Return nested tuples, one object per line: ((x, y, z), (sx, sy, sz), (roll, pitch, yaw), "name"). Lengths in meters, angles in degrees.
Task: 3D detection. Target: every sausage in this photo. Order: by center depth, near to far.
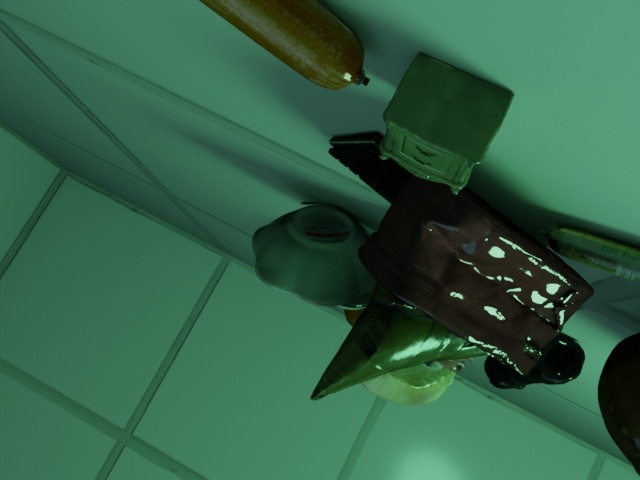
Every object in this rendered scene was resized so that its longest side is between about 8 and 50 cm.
((-0.100, -0.209, 0.375), (0.347, 0.053, 0.053), (33, 169, -22), "sausage")
((0.330, 0.037, 0.499), (0.269, 0.033, 0.033), (23, 168, 29), "sausage")

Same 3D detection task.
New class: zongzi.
((0.161, 0.167, 0.841), (0.260, 0.289, 0.123), (30, 178, -18), "zongzi")

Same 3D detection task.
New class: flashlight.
((0.424, 0.251, 1.130), (0.103, 0.103, 0.424), (26, 168, 10), "flashlight")

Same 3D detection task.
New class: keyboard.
((0.143, -0.029, 0.684), (0.317, 0.027, 0.106), (35, 168, -29), "keyboard")

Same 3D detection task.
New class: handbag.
((0.155, 0.033, 0.575), (0.225, 0.135, 0.146), (31, -168, -25), "handbag")

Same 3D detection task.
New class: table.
((0.093, -0.086, 0.438), (0.079, 0.062, 0.083), (27, 170, 8), "table")

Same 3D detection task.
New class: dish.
((0.000, 0.000, 0.897), (0.229, 0.229, 0.081), (25, 129, 17), "dish")

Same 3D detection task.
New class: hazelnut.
((0.426, 0.184, 0.615), (0.208, 0.208, 0.208), (27, 170, 5), "hazelnut")

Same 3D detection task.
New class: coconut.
((0.185, 0.244, 1.267), (0.259, 0.259, 0.259), (27, 170, 5), "coconut")

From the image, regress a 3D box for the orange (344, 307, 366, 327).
((0.140, 0.181, 1.458), (0.154, 0.134, 0.155), (23, 145, 17), "orange")

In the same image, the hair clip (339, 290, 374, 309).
((0.063, 0.053, 0.947), (0.220, 0.140, 0.054), (1, 141, -18), "hair clip")

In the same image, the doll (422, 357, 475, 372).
((0.223, 0.159, 1.071), (0.211, 0.093, 0.262), (-9, 122, 21), "doll")
